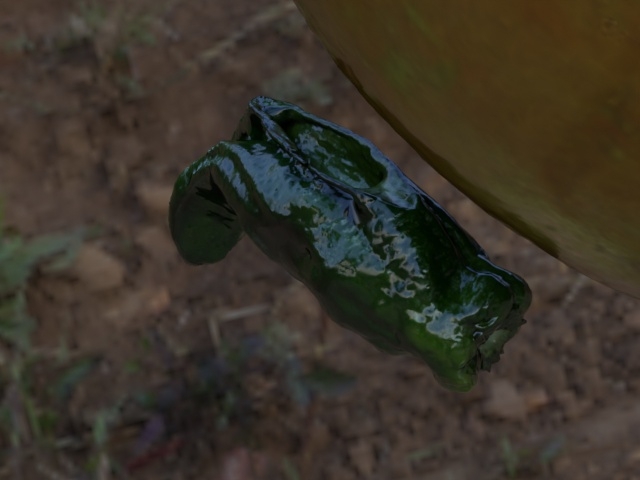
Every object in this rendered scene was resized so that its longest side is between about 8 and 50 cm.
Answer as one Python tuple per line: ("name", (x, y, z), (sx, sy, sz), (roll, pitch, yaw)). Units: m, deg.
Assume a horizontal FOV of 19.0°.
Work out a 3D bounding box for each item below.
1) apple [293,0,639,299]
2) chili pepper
("apple", (0.158, -0.160, 0.493), (0.374, 0.384, 0.374), (16, 37, -13))
("chili pepper", (-0.004, -0.005, 0.650), (0.050, 0.073, 0.182), (-39, 34, -17))
